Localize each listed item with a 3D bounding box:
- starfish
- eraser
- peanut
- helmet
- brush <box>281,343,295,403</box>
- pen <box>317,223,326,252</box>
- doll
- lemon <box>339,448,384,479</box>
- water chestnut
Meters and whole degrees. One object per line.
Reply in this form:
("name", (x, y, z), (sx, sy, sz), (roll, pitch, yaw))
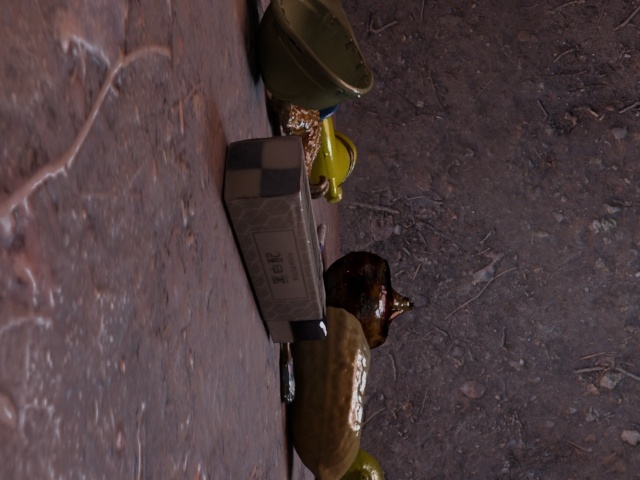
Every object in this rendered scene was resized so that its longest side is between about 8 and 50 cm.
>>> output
("starfish", (-0.026, -0.228, 1.376), (0.303, 0.113, 0.312), (-75, 165, -54))
("eraser", (-0.051, 0.018, 1.018), (0.404, 0.096, 0.098), (83, 5, -57))
("peanut", (0.013, 0.294, 1.403), (0.174, 0.158, 0.340), (135, -34, -53))
("helmet", (-0.036, -0.301, 1.149), (0.204, 0.137, 0.257), (14, 50, -47))
("brush", (-0.063, 0.192, 1.298), (0.070, 0.021, 0.196), (-29, 114, -85))
("pen", (0.000, 0.000, 2.199), (0.204, 0.025, 0.025), (-83, 170, -64))
("doll", (0.010, -0.207, 1.661), (0.363, 0.145, 0.199), (70, 4, -65))
("lemon", (0.080, 0.653, 1.932), (0.248, 0.184, 0.184), (107, -16, -69))
("water chestnut", (0.162, 0.201, 2.416), (0.350, 0.302, 0.350), (1, 90, -82))
